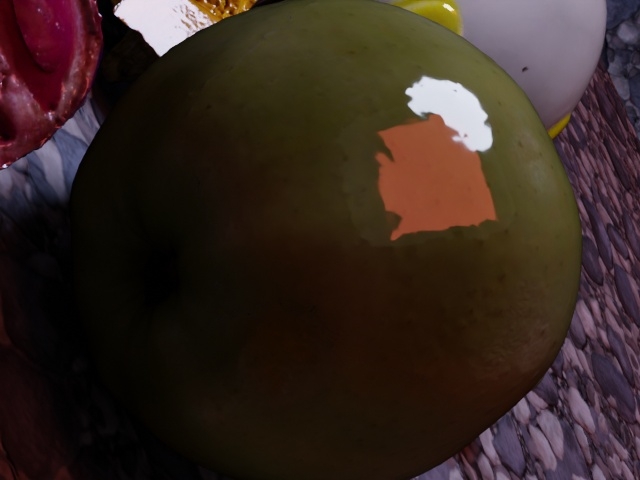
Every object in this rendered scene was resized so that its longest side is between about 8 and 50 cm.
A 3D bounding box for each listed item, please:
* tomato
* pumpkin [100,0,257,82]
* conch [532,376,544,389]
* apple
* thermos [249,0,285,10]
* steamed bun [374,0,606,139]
[{"bbox_3d":[-0.245,-0.134,1.114,0.189,0.099,0.173,-35,118,-29],"label":"tomato"},{"bbox_3d":[-0.120,-0.199,1.438,0.131,0.126,0.248,47,43,-22],"label":"pumpkin"},{"bbox_3d":[0.158,0.062,1.716,0.143,0.137,0.250,49,25,-28],"label":"conch"},{"bbox_3d":[0.000,0.000,1.179,0.357,0.357,0.357,48,26,-33],"label":"apple"},{"bbox_3d":[-0.075,-0.311,1.695,0.124,0.099,0.232,102,-29,-63],"label":"thermos"},{"bbox_3d":[0.144,-0.251,1.821,0.374,0.334,0.334,27,41,-47],"label":"steamed bun"}]
